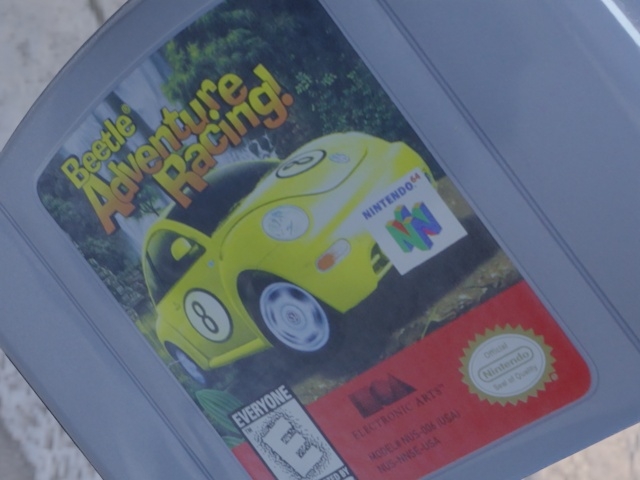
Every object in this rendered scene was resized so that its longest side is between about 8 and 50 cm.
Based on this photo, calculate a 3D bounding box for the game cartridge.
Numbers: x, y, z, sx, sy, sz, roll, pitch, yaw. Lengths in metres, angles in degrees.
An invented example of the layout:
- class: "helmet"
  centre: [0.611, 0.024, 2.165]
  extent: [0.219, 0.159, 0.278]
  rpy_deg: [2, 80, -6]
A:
- class: "game cartridge"
  centre: [0.000, 0.000, 0.471]
  extent: [0.196, 0.294, 0.060]
  rpy_deg: [54, 38, 0]
